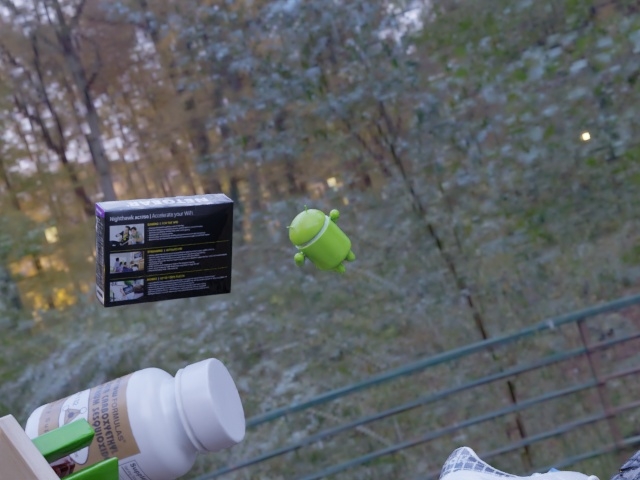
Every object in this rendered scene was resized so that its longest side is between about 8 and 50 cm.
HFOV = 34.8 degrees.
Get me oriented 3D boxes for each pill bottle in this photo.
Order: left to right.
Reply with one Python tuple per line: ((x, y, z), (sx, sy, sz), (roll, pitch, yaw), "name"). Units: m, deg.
((-0.211, 0.221, 1.183), (0.229, 0.131, 0.131), (-20, 0, 10), "pill bottle")

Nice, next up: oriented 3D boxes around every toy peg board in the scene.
((-0.199, 0.236, 0.806), (0.079, 0.161, 0.161), (-17, -37, -47), "toy peg board")

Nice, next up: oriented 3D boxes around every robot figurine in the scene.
((0.000, 0.000, 1.549), (0.101, 0.115, 0.067), (-51, 26, -12), "robot figurine")

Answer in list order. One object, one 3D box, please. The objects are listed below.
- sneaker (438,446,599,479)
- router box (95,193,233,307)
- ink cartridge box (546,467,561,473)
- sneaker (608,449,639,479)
((0.182, 0.193, 0.627), (0.235, 0.090, 0.095), (19, 37, -4), "sneaker")
((-0.205, 0.012, 1.356), (0.179, 0.133, 0.046), (-5, 20, -27), "router box")
((0.435, 0.549, 1.678), (0.197, 0.270, 0.198), (-43, 0, -7), "ink cartridge box")
((0.314, 0.323, 1.035), (0.283, 0.124, 0.107), (-33, 3, -17), "sneaker")
